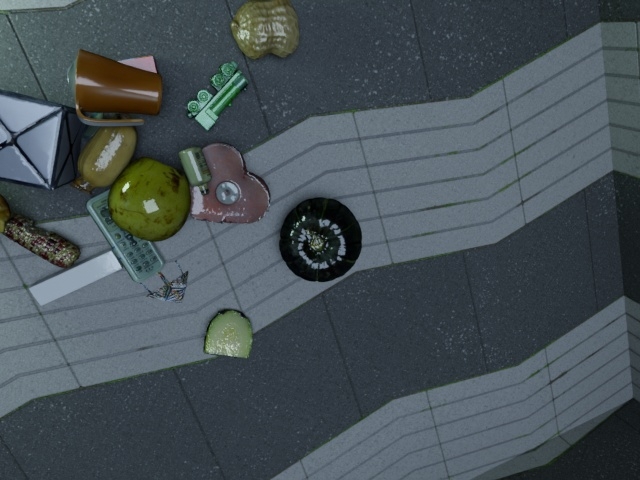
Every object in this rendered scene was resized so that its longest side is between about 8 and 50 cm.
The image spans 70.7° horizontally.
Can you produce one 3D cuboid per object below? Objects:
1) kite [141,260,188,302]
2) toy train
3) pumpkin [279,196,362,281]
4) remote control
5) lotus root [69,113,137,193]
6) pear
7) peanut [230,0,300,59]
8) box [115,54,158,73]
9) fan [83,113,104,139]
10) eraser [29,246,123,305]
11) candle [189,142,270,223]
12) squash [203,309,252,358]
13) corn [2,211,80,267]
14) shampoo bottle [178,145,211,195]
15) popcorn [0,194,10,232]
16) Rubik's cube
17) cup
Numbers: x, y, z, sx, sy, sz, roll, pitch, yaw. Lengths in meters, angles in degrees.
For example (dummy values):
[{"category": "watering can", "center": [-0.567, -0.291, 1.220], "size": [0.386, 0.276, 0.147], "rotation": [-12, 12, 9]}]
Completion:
[{"category": "kite", "center": [-0.575, 0.177, 1.718], "size": [0.182, 0.010, 0.160], "rotation": [-32, 109, -5]}, {"category": "toy train", "center": [-0.358, -0.503, 1.570], "size": [0.251, 0.085, 0.119], "rotation": [-46, 116, 2]}, {"category": "pumpkin", "center": [0.000, 0.000, 1.707], "size": [0.322, 0.241, 0.324], "rotation": [0, 100, 1]}, {"category": "remote control", "center": [-0.690, -0.015, 1.601], "size": [0.128, 0.065, 0.336], "rotation": [-38, 113, -34]}, {"category": "lotus root", "center": [-0.702, -0.284, 1.496], "size": [0.304, 0.146, 0.130], "rotation": [-57, 141, 2]}, {"category": "pear", "center": [-0.558, -0.134, 1.498], "size": [0.283, 0.283, 0.284], "rotation": [-4, 105, -14]}, {"category": "peanut", "center": [-0.187, -0.724, 1.543], "size": [0.232, 0.110, 0.197], "rotation": [-13, 107, -14]}, {"category": "box", "center": [-0.628, -0.543, 1.500], "size": [0.175, 0.048, 0.113], "rotation": [-12, 109, -12]}, {"category": "fan", "center": [-0.721, -0.379, 1.461], "size": [0.005, 0.175, 0.114], "rotation": [30, 73, -48]}, {"category": "eraser", "center": [-0.852, 0.122, 1.593], "size": [0.297, 0.078, 0.076], "rotation": [-25, 109, -7]}, {"category": "candle", "center": [-0.346, -0.177, 1.634], "size": [0.287, 0.131, 0.317], "rotation": [-42, 101, 5]}, {"category": "squash", "center": [-0.368, 0.371, 1.801], "size": [0.191, 0.085, 0.184], "rotation": [14, 71, -20]}, {"category": "corn", "center": [-0.959, -0.008, 1.524], "size": [0.289, 0.098, 0.098], "rotation": [37, 92, -17]}, {"category": "shampoo bottle", "center": [-0.412, -0.230, 1.514], "size": [0.079, 0.079, 0.162], "rotation": [-20, 105, -9]}, {"category": "popcorn", "center": [-1.110, -0.100, 1.358], "size": [0.331, 0.225, 0.265], "rotation": [-3, 104, 31]}, {"category": "Rubik's cube", "center": [-0.893, -0.313, 1.378], "size": [0.258, 0.260, 0.255], "rotation": [10, 102, -20]}, {"category": "cup", "center": [-0.634, -0.454, 1.398], "size": [0.263, 0.182, 0.227], "rotation": [4, 74, -23]}]
